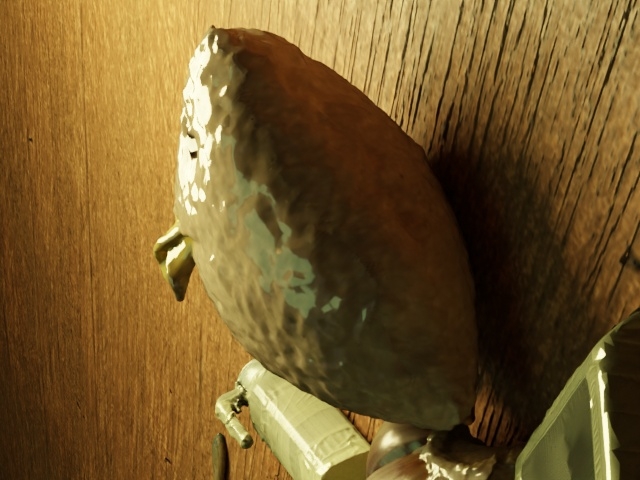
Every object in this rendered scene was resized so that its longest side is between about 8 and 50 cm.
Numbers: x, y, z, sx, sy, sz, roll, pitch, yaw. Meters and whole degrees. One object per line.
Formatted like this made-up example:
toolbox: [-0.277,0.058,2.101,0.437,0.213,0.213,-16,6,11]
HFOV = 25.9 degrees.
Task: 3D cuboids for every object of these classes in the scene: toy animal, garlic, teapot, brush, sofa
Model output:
toy animal: [0.003,0.006,1.106,0.358,0.188,0.226,58,146,13]
garlic: [0.093,0.232,1.094,0.214,0.160,0.191,20,126,54]
teapot: [-0.030,0.200,1.425,0.200,0.107,0.077,44,147,50]
brush: [-0.136,0.330,1.864,0.070,0.021,0.196,46,145,44]
sofa: [0.231,0.185,0.863,0.210,0.176,0.225,106,169,-52]
